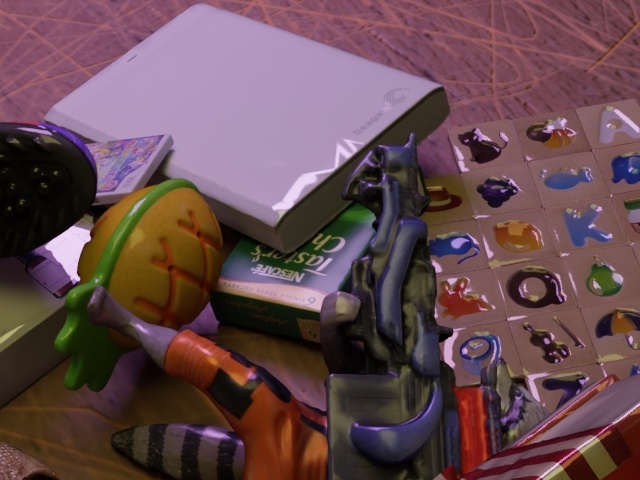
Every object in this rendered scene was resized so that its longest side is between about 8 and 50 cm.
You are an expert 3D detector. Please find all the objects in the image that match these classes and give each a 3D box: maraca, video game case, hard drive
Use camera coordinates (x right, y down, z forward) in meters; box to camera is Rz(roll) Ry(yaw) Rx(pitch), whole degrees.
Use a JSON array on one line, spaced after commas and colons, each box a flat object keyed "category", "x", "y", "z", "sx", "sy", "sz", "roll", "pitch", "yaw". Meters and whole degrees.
[{"category": "maraca", "x": -0.138, "y": 0.032, "z": 1.155, "sx": 0.099, "sy": 0.127, "sz": 0.185, "roll": 17, "pitch": 50, "yaw": 25}, {"category": "video game case", "x": -0.190, "y": -0.055, "z": 1.274, "sx": 0.122, "sy": 0.011, "sz": 0.087, "roll": -5, "pitch": 34, "yaw": 24}, {"category": "hard drive", "x": -0.070, "y": -0.108, "z": 1.335, "sx": 0.307, "sy": 0.040, "sz": 0.203, "roll": 25, "pitch": 55, "yaw": 40}]

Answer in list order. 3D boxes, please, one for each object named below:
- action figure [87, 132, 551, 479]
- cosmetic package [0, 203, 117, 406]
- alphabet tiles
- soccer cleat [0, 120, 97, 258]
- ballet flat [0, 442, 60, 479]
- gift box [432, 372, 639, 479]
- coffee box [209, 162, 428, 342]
[{"category": "action figure", "x": 0.005, "y": 0.106, "z": 1.068, "sx": 0.330, "sy": 0.178, "sz": 0.341, "roll": 5, "pitch": 71, "yaw": 5}, {"category": "cosmetic package", "x": -0.231, "y": 0.047, "z": 1.228, "sx": 0.099, "sy": 0.060, "sz": 0.239, "roll": 32, "pitch": 57, "yaw": 33}, {"category": "alphabet tiles", "x": 0.220, "y": 0.010, "z": 1.242, "sx": 0.285, "sy": 0.011, "sz": 0.342, "roll": -10, "pitch": 46, "yaw": -2}, {"category": "soccer cleat", "x": -0.279, "y": -0.040, "z": 1.216, "sx": 0.318, "sy": 0.108, "sz": 0.116, "roll": -17, "pitch": 18, "yaw": 38}, {"category": "ballet flat", "x": -0.231, "y": 0.208, "z": 1.041, "sx": 0.067, "sy": 0.073, "sz": 0.206, "roll": 14, "pitch": 34, "yaw": 8}, {"category": "gift box", "x": 0.178, "y": 0.215, "z": 0.840, "sx": 0.276, "sy": 0.258, "sz": 0.255, "roll": -29, "pitch": 84, "yaw": -15}, {"category": "coffee box", "x": 0.000, "y": 0.000, "z": 1.249, "sx": 0.113, "sy": 0.040, "sz": 0.184, "roll": 12, "pitch": 48, "yaw": 28}]
